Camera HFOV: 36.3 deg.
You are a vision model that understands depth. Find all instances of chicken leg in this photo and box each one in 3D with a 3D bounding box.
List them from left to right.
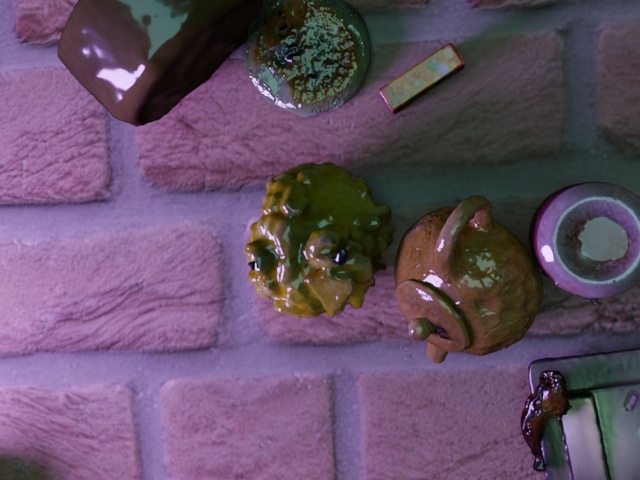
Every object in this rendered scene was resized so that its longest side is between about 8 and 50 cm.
[{"bbox_3d":[0.298,0.240,1.314,0.062,0.037,0.145,28,113,29],"label":"chicken leg"}]

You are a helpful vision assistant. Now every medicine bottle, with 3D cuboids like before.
[{"bbox_3d":[0.339,-0.004,1.248,0.147,0.247,0.147,0,93,8],"label":"medicine bottle"}]

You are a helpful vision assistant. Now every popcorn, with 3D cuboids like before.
[{"bbox_3d":[-0.001,0.002,1.336,0.189,0.169,0.218,18,98,7],"label":"popcorn"}]

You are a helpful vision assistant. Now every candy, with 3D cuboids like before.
[{"bbox_3d":[0.141,-0.225,1.364,0.122,0.062,0.038,-33,88,7],"label":"candy"}]

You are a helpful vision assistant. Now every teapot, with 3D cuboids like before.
[{"bbox_3d":[0.173,0.065,1.272,0.203,0.311,0.167,35,63,25],"label":"teapot"}]

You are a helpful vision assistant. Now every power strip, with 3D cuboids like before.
[{"bbox_3d":[0.426,0.269,1.322,0.251,0.092,0.256,-10,91,17],"label":"power strip"}]

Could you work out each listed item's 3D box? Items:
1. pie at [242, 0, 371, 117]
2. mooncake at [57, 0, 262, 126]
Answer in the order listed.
[{"bbox_3d":[-0.020,-0.268,1.396,0.187,0.041,0.186,0,92,9],"label":"pie"},{"bbox_3d":[-0.202,-0.290,1.305,0.155,0.284,0.284,45,97,-1],"label":"mooncake"}]
